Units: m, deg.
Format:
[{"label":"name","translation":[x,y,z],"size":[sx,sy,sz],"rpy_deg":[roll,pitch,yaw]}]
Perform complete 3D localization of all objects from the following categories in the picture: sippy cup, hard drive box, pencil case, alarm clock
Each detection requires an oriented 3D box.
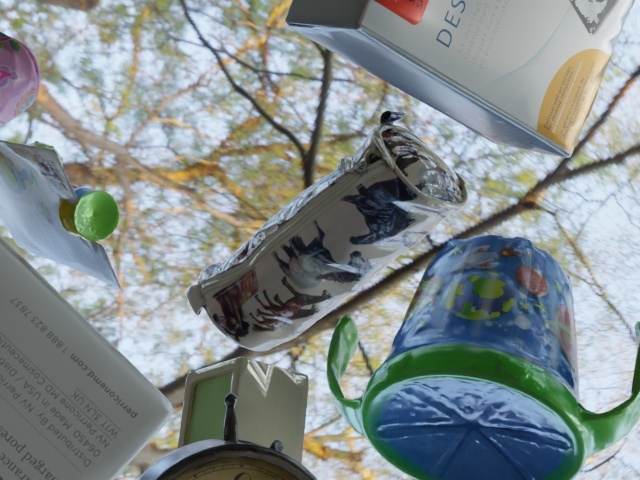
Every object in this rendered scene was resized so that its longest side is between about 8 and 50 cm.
[{"label":"sippy cup","translation":[0.177,0.122,1.146],"size":[0.305,0.224,0.240],"rpy_deg":[23,-41,-6]},{"label":"hard drive box","translation":[0.114,-0.186,0.766],"size":[0.089,0.232,0.181],"rpy_deg":[21,-90,53]},{"label":"pencil case","translation":[0.000,0.000,1.498],"size":[0.410,0.183,0.160],"rpy_deg":[-39,-137,27]},{"label":"alarm clock","translation":[-0.066,0.195,0.608],"size":[0.129,0.064,0.192],"rpy_deg":[39,-109,-12]},{"label":"pencil case","translation":[-0.485,-0.165,1.333],"size":[0.124,0.284,0.124],"rpy_deg":[24,-45,25]}]

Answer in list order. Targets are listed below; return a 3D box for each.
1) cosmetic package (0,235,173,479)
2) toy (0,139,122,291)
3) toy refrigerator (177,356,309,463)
[{"label":"cosmetic package","translation":[-0.273,0.175,0.527],"size":[0.156,0.217,0.385],"rpy_deg":[45,-110,-7]},{"label":"toy","translation":[-0.244,-0.042,0.969],"size":[0.237,0.056,0.137],"rpy_deg":[18,-44,53]},{"label":"toy refrigerator","translation":[-0.087,0.256,1.018],"size":[0.102,0.094,0.269],"rpy_deg":[-22,-124,49]}]
